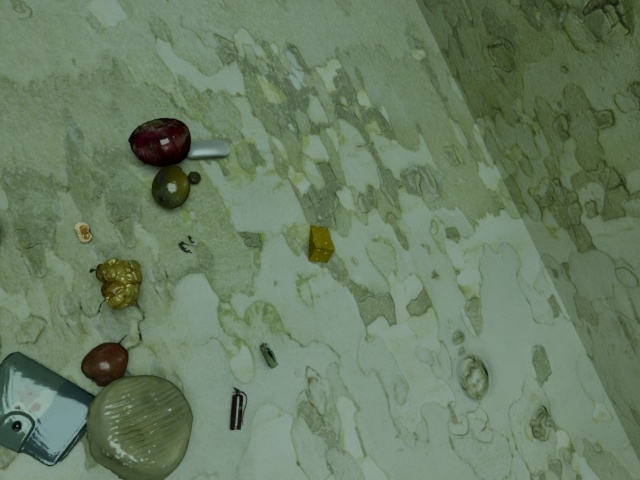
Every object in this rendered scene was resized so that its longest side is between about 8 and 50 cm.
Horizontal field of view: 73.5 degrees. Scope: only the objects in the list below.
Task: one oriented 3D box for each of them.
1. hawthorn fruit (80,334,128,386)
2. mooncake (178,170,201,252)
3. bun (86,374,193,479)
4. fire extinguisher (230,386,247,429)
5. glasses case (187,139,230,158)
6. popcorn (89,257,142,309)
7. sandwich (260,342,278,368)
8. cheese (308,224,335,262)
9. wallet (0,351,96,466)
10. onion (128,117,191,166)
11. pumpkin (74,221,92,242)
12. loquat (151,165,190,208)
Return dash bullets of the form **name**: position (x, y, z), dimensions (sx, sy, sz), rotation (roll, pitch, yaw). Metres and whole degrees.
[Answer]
- **hawthorn fruit**: position (-0.756, 0.418, 1.517), dimensions (0.149, 0.149, 0.188), rotation (15, 70, -18)
- **mooncake**: position (-0.540, -0.127, 1.804), dimensions (0.150, 0.057, 0.346), rotation (24, 66, -17)
- **bun**: position (-0.612, 0.635, 1.466), dimensions (0.362, 0.234, 0.326), rotation (43, 46, -4)
- **fire extinguisher**: position (-0.321, 0.657, 1.682), dimensions (0.078, 0.045, 0.157), rotation (19, 65, -46)
- **glasses case**: position (-0.499, -0.402, 1.899), dimensions (0.197, 0.049, 0.076), rotation (-10, 79, -24)
- **popcorn**: position (-0.739, 0.154, 1.605), dimensions (0.164, 0.140, 0.194), rotation (-27, 76, -18)
- **sandwich**: position (-0.211, 0.468, 1.750), dimensions (0.036, 0.093, 0.104), rotation (-26, 84, -19)
- **cheese**: position (0.000, 0.000, 1.976), dimensions (0.093, 0.126, 0.171), rotation (7, 54, -14)
- **wallet**: position (-0.956, 0.565, 1.431), dimensions (0.360, 0.083, 0.252), rotation (34, 60, -8)
- **onion**: position (-0.648, -0.400, 1.754), dimensions (0.247, 0.190, 0.246), rotation (2, 40, -2)
- **pumpkin**: position (-0.909, -0.030, 1.643), dimensions (0.050, 0.028, 0.083), rotation (-17, 91, -23)
- **loquat**: position (-0.608, -0.222, 1.752), dimensions (0.152, 0.152, 0.195), rotation (17, 54, -17)
